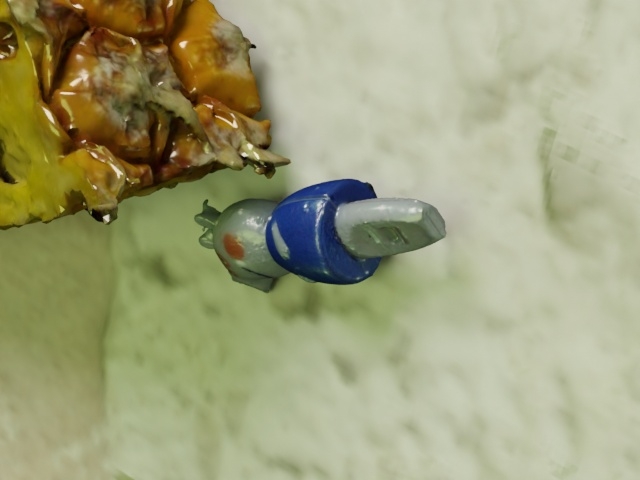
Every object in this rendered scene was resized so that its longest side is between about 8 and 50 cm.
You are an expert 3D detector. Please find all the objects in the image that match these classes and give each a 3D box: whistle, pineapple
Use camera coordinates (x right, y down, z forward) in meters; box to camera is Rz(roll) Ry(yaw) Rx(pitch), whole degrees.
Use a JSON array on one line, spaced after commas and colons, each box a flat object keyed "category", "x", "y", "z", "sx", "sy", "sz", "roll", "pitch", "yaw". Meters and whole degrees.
[{"category": "whistle", "x": 0.000, "y": 0.000, "z": 0.523, "sx": 0.083, "sy": 0.029, "sz": 0.033, "roll": -6, "pitch": 132, "yaw": 44}, {"category": "pineapple", "x": -0.120, "y": -0.065, "z": 0.570, "sx": 0.233, "sy": 0.079, "sz": 0.135, "roll": -4, "pitch": 96, "yaw": 40}]
